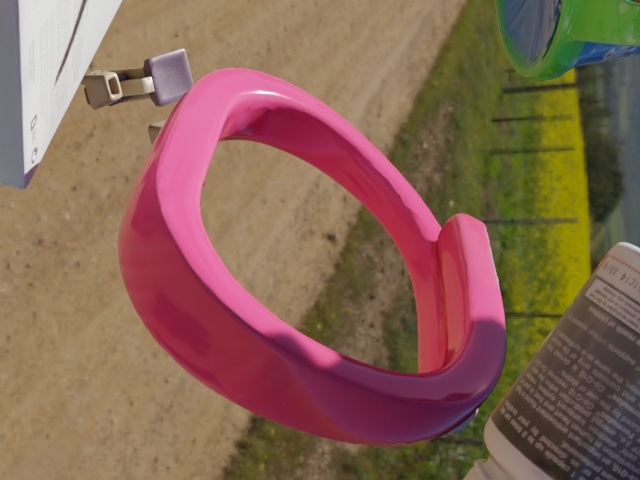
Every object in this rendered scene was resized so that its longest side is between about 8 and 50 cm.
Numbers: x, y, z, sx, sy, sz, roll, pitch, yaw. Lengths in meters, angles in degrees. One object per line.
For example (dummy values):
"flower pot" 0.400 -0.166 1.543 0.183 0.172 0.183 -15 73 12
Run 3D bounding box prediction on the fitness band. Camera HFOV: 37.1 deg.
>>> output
"fitness band" 0.000 0.000 0.525 0.054 0.209 0.291 -56 -166 27

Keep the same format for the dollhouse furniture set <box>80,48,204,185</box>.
"dollhouse furniture set" -0.147 -0.076 0.718 0.091 0.081 0.114 -34 117 -49

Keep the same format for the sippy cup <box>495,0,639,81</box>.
"sippy cup" 0.330 -0.298 1.038 0.240 0.224 0.305 108 -23 -69

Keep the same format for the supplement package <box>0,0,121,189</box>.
"supplement package" -0.211 -0.205 0.512 0.199 0.198 0.262 108 -5 -47

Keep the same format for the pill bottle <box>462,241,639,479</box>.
"pill bottle" 0.247 0.158 0.840 0.283 0.161 0.161 -55 164 6
